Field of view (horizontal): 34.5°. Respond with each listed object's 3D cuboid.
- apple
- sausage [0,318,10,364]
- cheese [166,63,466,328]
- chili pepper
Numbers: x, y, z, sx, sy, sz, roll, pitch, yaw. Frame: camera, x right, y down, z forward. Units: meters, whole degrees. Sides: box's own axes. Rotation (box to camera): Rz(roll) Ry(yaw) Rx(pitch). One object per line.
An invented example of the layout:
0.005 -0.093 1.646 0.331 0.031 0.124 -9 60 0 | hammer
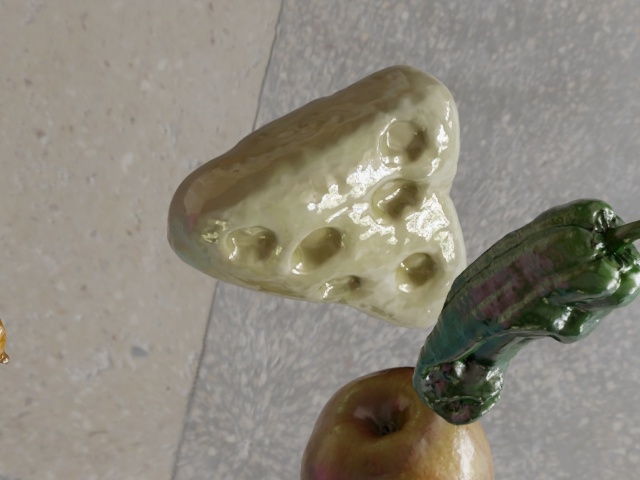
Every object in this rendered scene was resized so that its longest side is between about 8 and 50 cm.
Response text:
0.080 0.248 1.107 0.211 0.211 0.188 -22 119 -8 | apple
-0.234 0.029 0.521 0.062 0.183 0.054 -48 43 12 | sausage
0.000 0.000 1.165 0.328 0.351 0.129 -20 43 -13 | cheese
0.132 0.050 0.681 0.100 0.257 0.074 22 57 -11 | chili pepper
